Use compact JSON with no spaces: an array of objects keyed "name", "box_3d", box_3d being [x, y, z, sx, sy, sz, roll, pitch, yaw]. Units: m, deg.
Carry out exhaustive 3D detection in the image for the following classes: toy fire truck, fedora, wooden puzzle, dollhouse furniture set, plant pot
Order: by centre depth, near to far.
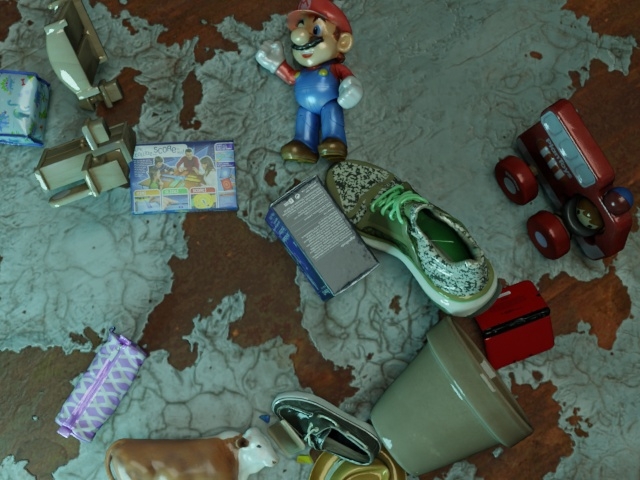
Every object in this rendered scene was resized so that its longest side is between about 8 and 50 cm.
[{"name":"dollhouse furniture set","box_3d":[-0.476,-0.276,1.656,0.173,0.303,0.356,-20,117,3]},{"name":"plant pot","box_3d":[0.221,0.304,1.733,0.229,0.263,0.263,-37,88,8]},{"name":"fedora","box_3d":[0.073,0.456,1.755,0.194,0.079,0.194,1,81,-8]},{"name":"wooden puzzle","box_3d":[-0.062,0.366,1.758,0.014,0.078,0.116,-38,95,-37]},{"name":"toy fire truck","box_3d":[0.483,-0.104,1.801,0.169,0.254,0.302,-30,86,-10]}]

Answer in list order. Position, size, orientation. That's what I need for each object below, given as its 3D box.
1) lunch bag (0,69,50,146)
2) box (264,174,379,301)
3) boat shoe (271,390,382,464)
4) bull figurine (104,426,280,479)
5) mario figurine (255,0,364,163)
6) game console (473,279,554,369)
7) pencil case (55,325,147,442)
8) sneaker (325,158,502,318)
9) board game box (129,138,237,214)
[{"name":"lunch bag","box_3d":[-0.593,-0.249,1.767,0.151,0.096,0.129,6,83,8]},{"name":"box","box_3d":[0.000,0.000,1.774,0.108,0.153,0.207,-35,87,-11]},{"name":"boat shoe","box_3d":[0.005,0.344,1.735,0.219,0.070,0.078,20,119,14]},{"name":"bull figurine","box_3d":[-0.230,0.429,1.708,0.310,0.101,0.189,2,83,-8]},{"name":"mario figurine","box_3d":[-0.024,-0.315,1.811,0.198,0.170,0.321,0,83,-6]},{"name":"game console","box_3d":[0.375,0.165,1.871,0.144,0.085,0.124,-19,54,-10]},{"name":"pencil case","box_3d":[-0.395,0.264,1.717,0.086,0.088,0.206,30,80,0]},{"name":"sneaker","box_3d":[0.172,-0.045,1.754,0.410,0.182,0.158,40,69,22]},{"name":"board game box","box_3d":[-0.263,-0.122,1.817,0.201,0.035,0.136,-2,82,-8]}]
